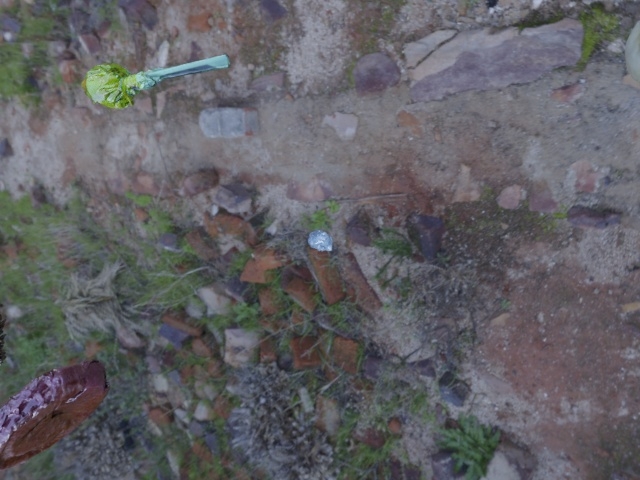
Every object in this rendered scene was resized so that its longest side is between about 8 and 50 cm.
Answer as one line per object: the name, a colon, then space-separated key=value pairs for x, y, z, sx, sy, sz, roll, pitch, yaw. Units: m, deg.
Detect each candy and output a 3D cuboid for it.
candy: x=-0.260 y=-0.257 z=0.725 sx=0.262 sy=0.077 sz=0.073 roll=-4 pitch=112 yaw=18

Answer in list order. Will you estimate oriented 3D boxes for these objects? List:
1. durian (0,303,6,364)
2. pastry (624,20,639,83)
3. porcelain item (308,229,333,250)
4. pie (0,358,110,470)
durian: x=-0.300 y=0.073 z=0.378 sx=0.110 sy=0.071 sz=0.140 roll=-14 pitch=104 yaw=22
pastry: x=0.522 y=-0.287 z=0.654 sx=0.156 sy=0.157 sz=0.092 roll=-21 pitch=136 yaw=42
porcelain item: x=0.000 y=0.000 z=0.658 sx=0.036 sy=0.083 sz=0.028 roll=20 pitch=87 yaw=-3
pie: x=-0.383 y=0.240 z=0.648 sx=0.049 sy=0.182 sz=0.182 roll=41 pitch=127 yaw=14
